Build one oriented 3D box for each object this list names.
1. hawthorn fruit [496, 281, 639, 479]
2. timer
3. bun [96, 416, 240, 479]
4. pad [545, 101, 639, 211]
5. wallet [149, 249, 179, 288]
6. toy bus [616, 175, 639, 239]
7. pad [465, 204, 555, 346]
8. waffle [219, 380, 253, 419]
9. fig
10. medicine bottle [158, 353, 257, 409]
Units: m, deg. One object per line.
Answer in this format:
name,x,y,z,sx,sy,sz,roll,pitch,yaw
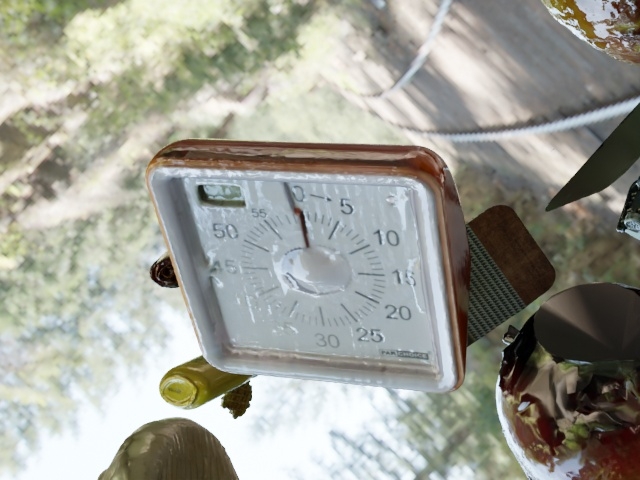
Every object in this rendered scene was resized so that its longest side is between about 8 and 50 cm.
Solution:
hawthorn fruit,0.357,0.195,1.380,0.316,0.316,0.316,43,-175,-5
timer,0.000,0.000,1.023,0.258,0.161,0.250,4,146,19
bun,-0.175,0.312,1.276,0.231,0.133,0.231,44,-147,-39
pad,0.470,-0.205,1.614,0.315,0.375,0.063,-16,-119,-49
wallet,-0.093,0.006,1.316,0.161,0.196,0.042,-87,-21,-85
toy bus,0.499,-0.050,1.573,0.089,0.087,0.194,30,158,-18
pad,0.221,0.135,1.498,0.323,0.250,0.055,52,-174,-13
waffle,-0.147,0.280,2.042,0.016,0.078,0.085,20,145,32
fig,0.216,-0.241,0.886,0.159,0.159,0.257,39,-168,-39
medicine bottle,-0.143,0.207,1.946,0.309,0.111,0.076,-22,-76,-53
